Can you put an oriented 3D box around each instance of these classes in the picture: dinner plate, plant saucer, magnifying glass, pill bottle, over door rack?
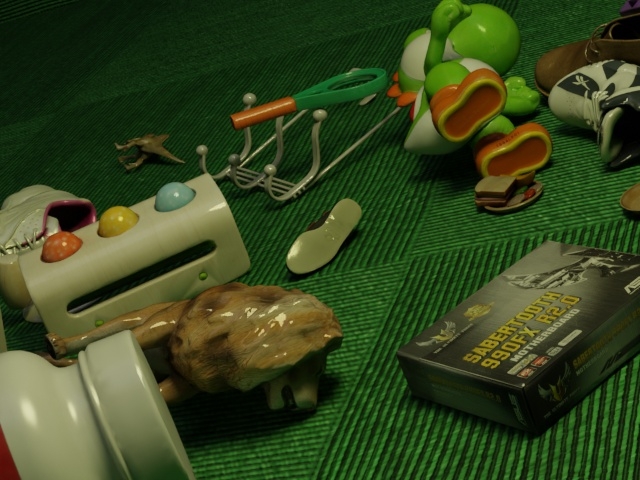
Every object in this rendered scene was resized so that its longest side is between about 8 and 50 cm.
[{"bbox_3d":[-0.350,0.071,2.038,0.141,0.017,0.141,-19,21,7],"label":"dinner plate"},{"bbox_3d":[0.380,-0.048,1.652,0.083,0.015,0.083,-19,22,8],"label":"plant saucer"},{"bbox_3d":[-0.014,-0.198,2.065,0.231,0.026,0.092,-17,21,-9],"label":"magnifying glass"},{"bbox_3d":[-0.328,0.241,1.341,0.407,0.229,0.229,-24,22,-6],"label":"pill bottle"},{"bbox_3d":[-0.005,-0.181,2.184,0.324,0.108,0.239,-30,25,-21],"label":"over door rack"}]

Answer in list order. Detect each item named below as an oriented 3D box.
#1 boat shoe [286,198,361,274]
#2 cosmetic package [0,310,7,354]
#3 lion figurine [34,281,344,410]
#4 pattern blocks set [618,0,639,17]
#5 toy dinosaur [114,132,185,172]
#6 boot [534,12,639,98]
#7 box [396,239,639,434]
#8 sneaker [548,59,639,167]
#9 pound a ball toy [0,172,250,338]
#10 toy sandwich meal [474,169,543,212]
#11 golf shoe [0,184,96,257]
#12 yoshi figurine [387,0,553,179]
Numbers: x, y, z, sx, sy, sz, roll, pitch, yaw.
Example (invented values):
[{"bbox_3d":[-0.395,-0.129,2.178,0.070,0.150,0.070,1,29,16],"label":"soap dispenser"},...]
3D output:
[{"bbox_3d":[0.001,0.001,1.850,0.133,0.049,0.042,-47,-1,-31],"label":"boat shoe"},{"bbox_3d":[-0.530,0.152,1.735,0.296,0.153,0.129,-19,18,-38],"label":"cosmetic package"},{"bbox_3d":[-0.156,0.114,1.607,0.240,0.142,0.392,-24,17,-26],"label":"lion figurine"},{"bbox_3d":[0.524,-0.300,1.941,0.325,0.026,0.285,4,60,51],"label":"pattern blocks set"},{"bbox_3d":[-0.293,-0.156,2.457,0.092,0.053,0.183,-25,22,-13],"label":"toy dinosaur"},{"bbox_3d":[0.384,-0.250,1.929,0.305,0.115,0.112,1,61,52],"label":"boot"},{"bbox_3d":[0.218,0.087,1.434,0.231,0.056,0.183,-33,25,-27],"label":"box"},{"bbox_3d":[0.354,-0.154,1.813,0.235,0.094,0.153,15,32,40],"label":"sneaker"},{"bbox_3d":[-0.278,0.010,1.924,0.319,0.136,0.208,-24,29,-7],"label":"pound a ball toy"},{"bbox_3d":[0.231,-0.063,1.800,0.085,0.029,0.085,-18,22,8],"label":"toy sandwich meal"},{"bbox_3d":[-0.457,0.009,2.154,0.140,0.115,0.306,3,33,39],"label":"golf shoe"},{"bbox_3d":[0.213,-0.227,1.970,0.203,0.204,0.362,3,25,-12],"label":"yoshi figurine"}]
